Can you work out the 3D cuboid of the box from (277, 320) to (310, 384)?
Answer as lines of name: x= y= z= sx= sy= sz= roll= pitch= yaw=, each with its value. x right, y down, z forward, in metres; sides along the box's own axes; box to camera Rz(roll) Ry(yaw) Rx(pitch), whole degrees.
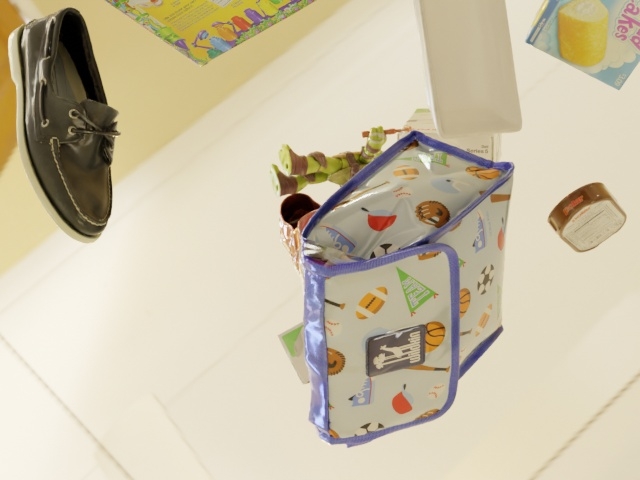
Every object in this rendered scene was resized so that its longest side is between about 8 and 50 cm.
box: x=0.050 y=0.199 z=2.315 sx=0.262 sy=0.126 sz=0.231 roll=-28 pitch=175 yaw=-2

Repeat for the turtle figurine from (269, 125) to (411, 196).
turtle figurine: x=0.029 y=-0.118 z=1.790 sx=0.217 sy=0.087 sz=0.269 roll=-8 pitch=171 yaw=-21

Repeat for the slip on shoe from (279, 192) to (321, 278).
slip on shoe: x=0.000 y=0.000 z=1.891 sx=0.123 sy=0.101 sz=0.331 roll=-19 pitch=-155 yaw=-12

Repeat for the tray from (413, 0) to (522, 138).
tray: x=0.127 y=-0.232 z=1.018 sx=0.030 sy=0.270 sz=0.145 roll=-6 pitch=-177 yaw=43

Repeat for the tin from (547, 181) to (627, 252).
tin: x=0.426 y=-0.034 z=1.699 sx=0.106 sy=0.190 sz=0.040 roll=-42 pitch=-120 yaw=13

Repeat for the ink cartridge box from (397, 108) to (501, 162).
ink cartridge box: x=0.280 y=-0.203 z=2.287 sx=0.198 sy=0.114 sz=0.273 roll=3 pitch=-162 yaw=13

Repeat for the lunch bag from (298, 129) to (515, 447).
lunch bag: x=0.115 y=0.077 z=1.557 sx=0.239 sy=0.327 sz=0.385 roll=20 pitch=-142 yaw=32

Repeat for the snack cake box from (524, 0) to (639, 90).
snack cake box: x=0.401 y=-0.346 z=1.411 sx=0.089 sy=0.152 sz=0.264 roll=-61 pitch=178 yaw=-45

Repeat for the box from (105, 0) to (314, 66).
box: x=-0.147 y=-0.414 z=1.380 sx=0.290 sy=0.279 sz=0.177 roll=-22 pitch=-126 yaw=34

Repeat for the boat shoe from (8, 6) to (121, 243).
boat shoe: x=-0.321 y=-0.164 z=1.415 sx=0.113 sy=0.127 sz=0.340 roll=-29 pitch=-120 yaw=24
